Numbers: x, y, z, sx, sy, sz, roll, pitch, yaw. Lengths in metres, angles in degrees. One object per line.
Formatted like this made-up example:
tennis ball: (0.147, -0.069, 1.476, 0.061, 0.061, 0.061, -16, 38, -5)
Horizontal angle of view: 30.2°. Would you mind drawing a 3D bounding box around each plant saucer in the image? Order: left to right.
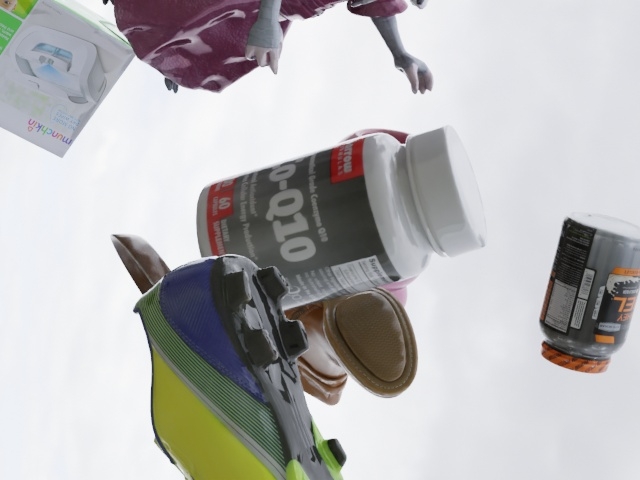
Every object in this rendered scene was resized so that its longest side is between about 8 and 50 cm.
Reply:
plant saucer: (-0.172, 0.057, 1.297, 0.168, 0.029, 0.168, 51, -13, 17)

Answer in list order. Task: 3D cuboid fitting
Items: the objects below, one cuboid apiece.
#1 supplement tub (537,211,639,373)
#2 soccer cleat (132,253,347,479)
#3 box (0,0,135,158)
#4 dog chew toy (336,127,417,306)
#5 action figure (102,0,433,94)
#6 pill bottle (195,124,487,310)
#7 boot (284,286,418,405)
supplement tub: (0.348, 0.067, 1.526, 0.117, 0.117, 0.190, -141, -121, -61)
soccer cleat: (-0.050, 0.153, 0.794, 0.121, 0.093, 0.289, -20, -100, 28)
box: (-0.481, -0.301, 1.942, 0.231, 0.262, 0.127, -52, -138, 10)
dog chew toy: (0.091, -0.009, 1.926, 0.206, 0.206, 0.332, -137, -131, -59)
action figure: (-0.026, -0.276, 1.199, 0.370, 0.248, 0.276, -13, -101, 25)
pill bottle: (0.024, -0.023, 1.280, 0.161, 0.283, 0.161, -16, 90, -73)
boot: (0.016, 0.142, 1.479, 0.283, 0.109, 0.220, 46, -35, 35)
